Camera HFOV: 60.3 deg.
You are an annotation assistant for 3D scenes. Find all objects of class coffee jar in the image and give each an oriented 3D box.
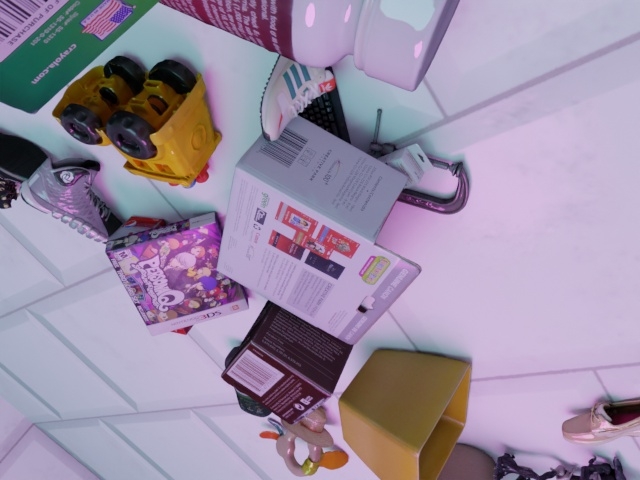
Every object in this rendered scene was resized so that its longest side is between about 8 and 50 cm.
[{"bbox_3d":[-0.162,0.331,1.299,0.096,0.079,0.184,12,134,24],"label":"coffee jar"}]

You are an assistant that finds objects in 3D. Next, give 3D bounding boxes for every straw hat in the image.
[{"bbox_3d":[-0.019,0.426,1.316,0.144,0.144,0.061,24,95,8],"label":"straw hat"}]

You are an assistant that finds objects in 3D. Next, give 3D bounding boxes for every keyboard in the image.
[{"bbox_3d":[-0.014,-0.166,0.809,0.108,0.023,0.180,3,129,27],"label":"keyboard"}]

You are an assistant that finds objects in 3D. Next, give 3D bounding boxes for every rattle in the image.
[{"bbox_3d":[-0.045,0.532,1.454,0.200,0.143,0.130,1,98,48],"label":"rattle"}]

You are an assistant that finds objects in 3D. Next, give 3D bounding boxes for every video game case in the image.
[{"bbox_3d":[-0.271,0.071,1.078,0.210,0.042,0.232,-15,127,-3],"label":"video game case"}]

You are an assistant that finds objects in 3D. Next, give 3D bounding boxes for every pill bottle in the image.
[{"bbox_3d":[-0.047,-0.312,0.550,0.392,0.224,0.224,25,136,7],"label":"pill bottle"}]

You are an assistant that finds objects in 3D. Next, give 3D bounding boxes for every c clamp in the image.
[{"bbox_3d":[0.139,-0.099,0.784,0.161,0.022,0.137,22,136,10],"label":"c clamp"}]

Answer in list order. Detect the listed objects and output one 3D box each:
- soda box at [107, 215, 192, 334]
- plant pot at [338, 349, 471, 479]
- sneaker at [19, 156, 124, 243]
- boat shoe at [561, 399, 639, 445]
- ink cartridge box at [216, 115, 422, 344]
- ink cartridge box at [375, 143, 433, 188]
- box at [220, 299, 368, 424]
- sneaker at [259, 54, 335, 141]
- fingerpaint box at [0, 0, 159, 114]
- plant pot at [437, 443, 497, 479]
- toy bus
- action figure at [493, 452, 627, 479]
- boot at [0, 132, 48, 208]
[{"bbox_3d":[-0.339,0.078,1.165,0.092,0.083,0.263,6,132,25],"label":"soda box"},{"bbox_3d":[0.153,0.334,1.052,0.187,0.212,0.212,20,137,31],"label":"plant pot"},{"bbox_3d":[-0.450,-0.085,1.083,0.132,0.086,0.229,-49,131,9],"label":"sneaker"},{"bbox_3d":[0.487,0.299,0.930,0.170,0.063,0.059,-24,112,31],"label":"boat shoe"},{"bbox_3d":[0.000,0.000,0.837,0.272,0.130,0.309,30,148,1],"label":"ink cartridge box"},{"bbox_3d":[0.109,-0.098,0.769,0.083,0.028,0.048,-17,122,44],"label":"ink cartridge box"},{"bbox_3d":[-0.046,0.191,1.018,0.167,0.203,0.168,35,137,-4],"label":"box"},{"bbox_3d":[-0.023,-0.196,0.700,0.075,0.161,0.057,17,165,6],"label":"sneaker"},{"bbox_3d":[-0.187,-0.380,0.373,0.445,0.163,0.371,-41,85,3],"label":"fingerpaint box"},{"bbox_3d":[0.276,0.573,1.134,0.256,0.274,0.256,15,135,16],"label":"plant pot"},{"bbox_3d":[-0.272,-0.167,0.882,0.220,0.149,0.211,13,150,21],"label":"toy bus"},{"bbox_3d":[0.482,0.490,1.046,0.276,0.141,0.164,-5,114,34],"label":"action figure"},{"bbox_3d":[-0.648,-0.133,1.151,0.236,0.085,0.178,25,141,7],"label":"boot"}]
